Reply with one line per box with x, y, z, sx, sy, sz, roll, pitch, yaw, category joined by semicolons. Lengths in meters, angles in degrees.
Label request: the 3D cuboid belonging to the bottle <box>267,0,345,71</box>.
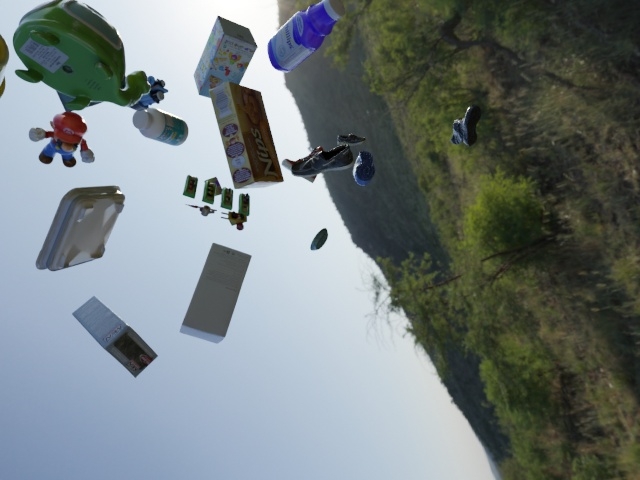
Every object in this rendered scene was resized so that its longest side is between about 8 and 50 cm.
-0.048;-0.622;1.290;0.092;0.283;0.118;-6;-98;-44;bottle

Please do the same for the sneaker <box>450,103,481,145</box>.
0.444;-0.358;1.326;0.089;0.051;0.170;58;170;40;sneaker

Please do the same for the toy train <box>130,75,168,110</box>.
-0.701;-0.591;1.727;0.080;0.184;0.105;-3;-94;-70;toy train

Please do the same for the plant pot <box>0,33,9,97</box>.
-1.031;-0.516;1.227;0.254;0.239;0.253;29;-127;-47;plant pot

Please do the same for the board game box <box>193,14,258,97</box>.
-0.386;-0.715;1.714;0.145;0.275;0.142;6;-131;-37;board game box

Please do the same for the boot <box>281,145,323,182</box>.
-0.073;-0.389;2.044;0.088;0.176;0.244;36;-169;32;boot

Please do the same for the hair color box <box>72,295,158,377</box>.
-0.800;0.363;1.659;0.113;0.375;0.185;-45;-50;-26;hair color box

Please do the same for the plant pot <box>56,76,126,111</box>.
-0.921;-0.640;1.742;0.165;0.235;0.165;-85;-15;-60;plant pot

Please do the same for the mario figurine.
-0.986;-0.358;1.642;0.170;0.321;0.198;54;-131;-9;mario figurine

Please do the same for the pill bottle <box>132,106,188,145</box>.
-0.770;-0.549;2.060;0.264;0.146;0.146;0;-108;-69;pill bottle

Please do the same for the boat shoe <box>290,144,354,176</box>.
0.000;-0.286;1.528;0.079;0.233;0.083;66;-162;-47;boat shoe

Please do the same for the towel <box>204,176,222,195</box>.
-0.447;-0.222;1.793;0.009;0.060;0.083;115;132;-73;towel

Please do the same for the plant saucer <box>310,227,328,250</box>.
0.000;0.000;1.892;0.021;0.119;0.119;33;-177;21;plant saucer

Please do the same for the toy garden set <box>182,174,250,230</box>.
-0.362;-0.143;1.526;0.245;0.049;0.203;18;-143;-23;toy garden set

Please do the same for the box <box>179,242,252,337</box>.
-0.423;0.216;1.730;0.215;0.169;0.344;136;152;-62;box

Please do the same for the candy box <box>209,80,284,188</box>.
-0.232;-0.328;1.376;0.183;0.088;0.316;-18;-85;-63;candy box

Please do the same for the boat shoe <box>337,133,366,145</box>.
0.147;-0.489;2.070;0.056;0.152;0.049;-48;-49;-46;boat shoe

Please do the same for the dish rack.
-0.835;-0.036;1.535;0.072;0.332;0.285;32;-165;7;dish rack

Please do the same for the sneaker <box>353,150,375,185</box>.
0.173;-0.272;1.738;0.232;0.082;0.090;-75;0;-51;sneaker

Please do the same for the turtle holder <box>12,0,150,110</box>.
-0.633;-0.513;1.175;0.321;0.243;0.227;13;-121;-20;turtle holder
